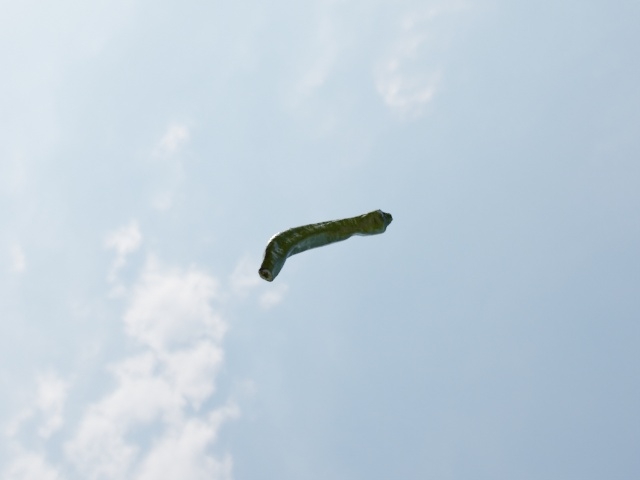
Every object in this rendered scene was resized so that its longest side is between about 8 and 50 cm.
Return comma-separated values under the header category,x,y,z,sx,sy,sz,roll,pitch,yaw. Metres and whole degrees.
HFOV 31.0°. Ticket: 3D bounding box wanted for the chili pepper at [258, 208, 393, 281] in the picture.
category,x,y,z,sx,sy,sz,roll,pitch,yaw
chili pepper,0.000,-0.001,0.589,0.083,0.017,0.030,-19,-159,-26
